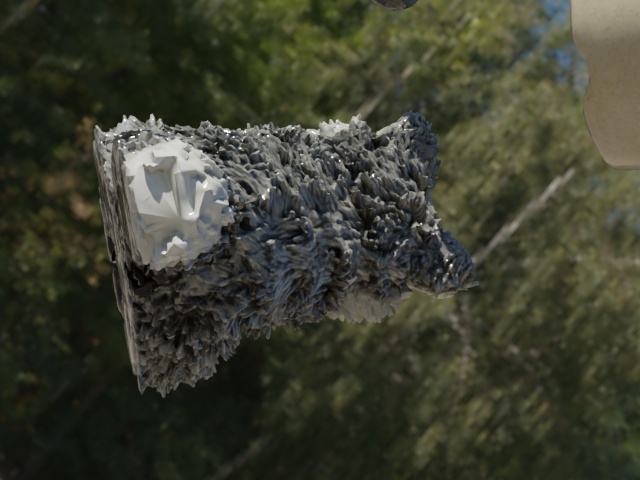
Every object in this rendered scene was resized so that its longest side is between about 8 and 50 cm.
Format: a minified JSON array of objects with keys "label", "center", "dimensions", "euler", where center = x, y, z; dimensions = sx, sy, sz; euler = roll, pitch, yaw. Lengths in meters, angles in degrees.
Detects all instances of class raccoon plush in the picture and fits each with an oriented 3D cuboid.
[{"label":"raccoon plush","center":[0.000,0.000,1.156],"dimensions":[0.446,0.299,0.216],"euler":[-151,-128,-77]}]

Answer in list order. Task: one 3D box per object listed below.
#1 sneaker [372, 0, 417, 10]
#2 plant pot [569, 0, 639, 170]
[{"label":"sneaker","center":[0.134,-0.322,1.502],"dimensions":[0.162,0.106,0.281],"euler":[40,-46,32]},{"label":"plant pot","center":[0.375,-0.177,1.252],"dimensions":[0.305,0.334,0.334],"euler":[-3,-31,24]}]
